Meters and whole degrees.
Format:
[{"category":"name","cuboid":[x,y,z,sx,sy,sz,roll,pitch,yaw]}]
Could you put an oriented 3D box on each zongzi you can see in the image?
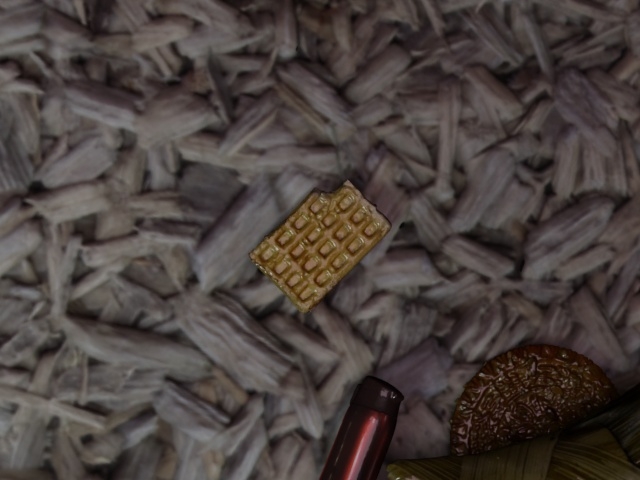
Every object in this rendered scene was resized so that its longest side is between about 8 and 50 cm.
[{"category":"zongzi","cuboid":[0.240,0.218,1.420,0.288,0.134,0.286,39,83,-16]}]

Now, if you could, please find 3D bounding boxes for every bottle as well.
[{"category":"bottle","cuboid":[0.036,0.219,1.432,0.060,0.060,0.164,24,81,-11]}]

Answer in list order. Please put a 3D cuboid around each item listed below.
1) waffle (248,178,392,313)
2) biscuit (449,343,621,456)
[{"category":"waffle","cuboid":[0.000,0.000,1.453,0.092,0.021,0.135,45,77,-7]},{"category":"biscuit","cuboid":[0.226,0.174,1.497,0.206,0.025,0.126,-13,89,-15]}]
